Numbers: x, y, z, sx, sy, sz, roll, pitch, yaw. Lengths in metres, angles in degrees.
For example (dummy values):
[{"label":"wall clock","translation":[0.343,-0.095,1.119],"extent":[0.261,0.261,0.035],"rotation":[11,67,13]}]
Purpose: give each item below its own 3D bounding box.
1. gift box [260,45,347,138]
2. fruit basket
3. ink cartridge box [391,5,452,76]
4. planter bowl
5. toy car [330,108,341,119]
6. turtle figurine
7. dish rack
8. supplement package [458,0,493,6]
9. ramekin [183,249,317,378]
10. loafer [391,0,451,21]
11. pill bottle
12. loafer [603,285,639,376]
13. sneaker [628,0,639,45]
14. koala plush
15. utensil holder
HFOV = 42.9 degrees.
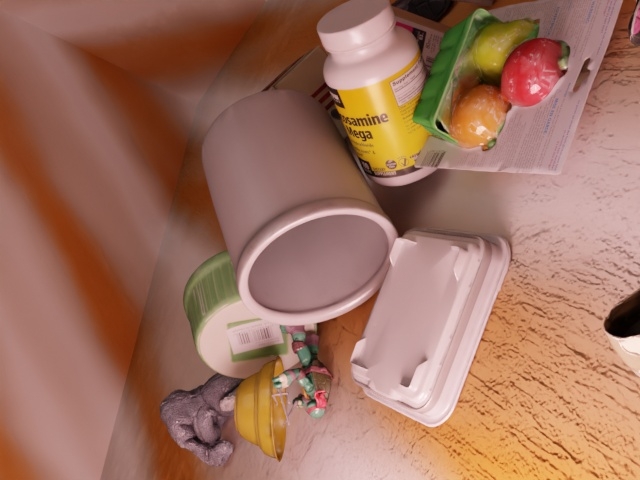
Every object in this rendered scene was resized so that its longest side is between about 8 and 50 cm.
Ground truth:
[{"label":"gift box","translation":[-0.062,-0.306,2.118],"extent":[0.258,0.255,0.276],"rotation":[-47,10,-23]},{"label":"fruit basket","translation":[0.333,-0.261,1.386],"extent":[0.353,0.165,0.327],"rotation":[12,79,52]},{"label":"ink cartridge box","translation":[0.172,-0.378,1.754],"extent":[0.088,0.193,0.235],"rotation":[127,158,-62]},{"label":"planter bowl","translation":[-0.128,0.352,1.700],"extent":[0.217,0.090,0.217],"rotation":[-2,-90,-85]},{"label":"toy car","translation":[0.099,-0.261,1.821],"extent":[0.149,0.188,0.155],"rotation":[-52,25,32]},{"label":"turtle figurine","translation":[-0.032,0.288,1.671],"extent":[0.175,0.118,0.234],"rotation":[76,-174,-52]},{"label":"dish rack","translation":[0.166,0.126,1.391],"extent":[0.285,0.072,0.333],"rotation":[11,79,62]},{"label":"supplement package","translation":[0.325,-0.593,1.676],"extent":[0.179,0.105,0.105],"rotation":[103,172,-47]},{"label":"ramekin","translation":[-0.150,0.171,1.823],"extent":[0.303,0.303,0.148],"rotation":[-54,31,28]},{"label":"loafer","translation":[0.220,-0.550,1.994],"extent":[0.302,0.109,0.095],"rotation":[-25,26,51]},{"label":"pill bottle","translation":[0.118,-0.285,1.559],"extent":[0.188,0.334,0.188],"rotation":[-18,34,13]},{"label":"loafer","translation":[0.417,0.054,0.881],"extent":[0.268,0.092,0.102],"rotation":[-53,25,30]},{"label":"sneaker","translation":[0.493,-0.357,1.190],"extent":[0.178,0.072,0.077],"rotation":[-61,8,-10]},{"label":"koala plush","translation":[-0.260,0.400,2.005],"extent":[0.221,0.203,0.196],"rotation":[-45,28,17]},{"label":"utensil holder","translation":[-0.054,-0.077,1.669],"extent":[0.327,0.327,0.385],"rotation":[-52,42,31]}]
